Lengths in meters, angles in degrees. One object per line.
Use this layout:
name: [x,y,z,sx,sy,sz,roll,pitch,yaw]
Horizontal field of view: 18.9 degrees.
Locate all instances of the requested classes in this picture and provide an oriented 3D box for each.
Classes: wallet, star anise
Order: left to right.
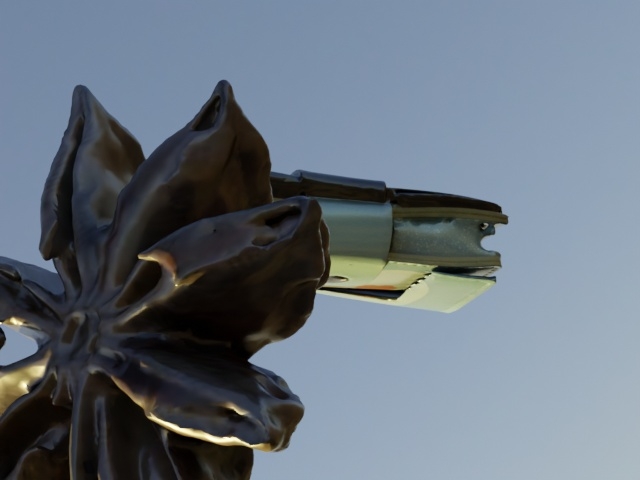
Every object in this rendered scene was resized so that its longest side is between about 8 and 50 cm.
star anise: [-0.077,0.038,0.727,0.089,0.231,0.209,28,-76,-43]
wallet: [0.000,0.000,1.447,0.176,0.250,0.075,142,133,-73]
